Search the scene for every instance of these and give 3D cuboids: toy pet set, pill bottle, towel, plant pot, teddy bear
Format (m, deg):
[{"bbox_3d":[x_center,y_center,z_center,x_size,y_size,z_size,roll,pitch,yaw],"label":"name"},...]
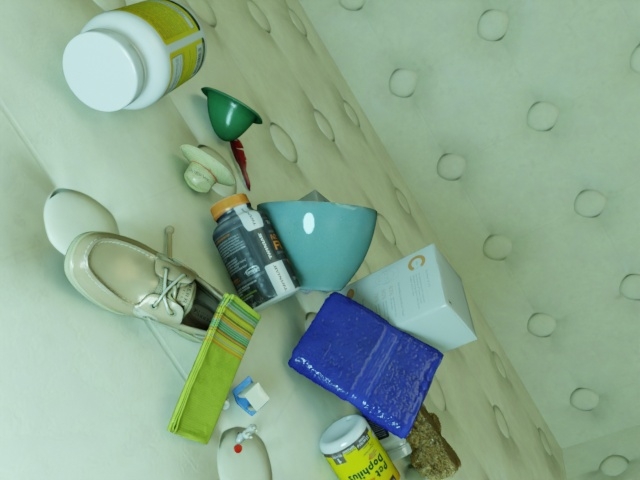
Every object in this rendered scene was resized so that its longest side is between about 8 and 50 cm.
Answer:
[{"bbox_3d":[-0.157,0.298,1.020,0.114,0.065,0.122,-39,98,-32],"label":"toy pet set"},{"bbox_3d":[0.096,0.494,1.218,0.215,0.117,0.117,58,23,-6],"label":"pill bottle"},{"bbox_3d":[-0.370,-0.378,1.152,0.188,0.187,0.334,53,24,-18],"label":"pill bottle"},{"bbox_3d":[-0.151,0.023,1.225,0.246,0.130,0.130,64,23,6],"label":"pill bottle"},{"bbox_3d":[-0.170,0.213,0.942,0.102,0.021,0.237,45,59,-47],"label":"towel"},{"bbox_3d":[-0.014,0.021,1.358,0.290,0.290,0.196,11,82,-61],"label":"plant pot"},{"bbox_3d":[0.166,0.463,1.430,0.094,0.094,0.170,8,57,-62],"label":"pill bottle"},{"bbox_3d":[0.250,0.506,1.573,0.338,0.113,0.245,55,15,5],"label":"teddy bear"},{"bbox_3d":[0.103,0.277,1.287,0.308,0.076,0.228,31,56,7],"label":"towel"}]

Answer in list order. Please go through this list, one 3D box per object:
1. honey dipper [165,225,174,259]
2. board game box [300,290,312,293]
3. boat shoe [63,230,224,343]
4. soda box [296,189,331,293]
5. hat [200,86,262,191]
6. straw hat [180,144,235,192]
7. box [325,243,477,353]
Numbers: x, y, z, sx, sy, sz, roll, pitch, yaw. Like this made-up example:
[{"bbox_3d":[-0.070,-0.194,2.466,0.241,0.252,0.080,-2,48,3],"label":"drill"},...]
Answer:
[{"bbox_3d":[-0.285,0.032,1.065,0.030,0.030,0.161,37,30,-44],"label":"honey dipper"},{"bbox_3d":[-0.063,0.087,1.476,0.090,0.020,0.090,29,39,-49],"label":"board game box"},{"bbox_3d":[-0.250,0.081,0.929,0.341,0.110,0.122,37,60,-47],"label":"boat shoe"},{"bbox_3d":[0.000,0.000,1.616,0.098,0.091,0.286,35,34,-46],"label":"soda box"},{"bbox_3d":[-0.260,-0.271,1.472,0.208,0.184,0.173,25,-3,30],"label":"hat"},{"bbox_3d":[-0.266,-0.142,1.254,0.144,0.144,0.061,44,66,-35],"label":"straw hat"},{"bbox_3d":[0.198,0.198,1.476,0.168,0.345,0.215,45,28,-33],"label":"box"}]
